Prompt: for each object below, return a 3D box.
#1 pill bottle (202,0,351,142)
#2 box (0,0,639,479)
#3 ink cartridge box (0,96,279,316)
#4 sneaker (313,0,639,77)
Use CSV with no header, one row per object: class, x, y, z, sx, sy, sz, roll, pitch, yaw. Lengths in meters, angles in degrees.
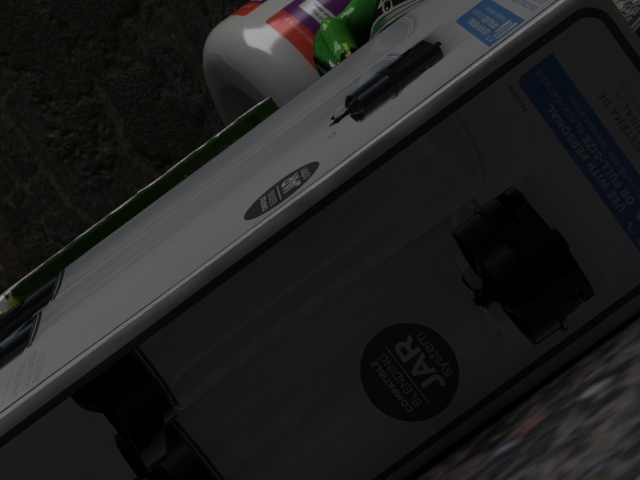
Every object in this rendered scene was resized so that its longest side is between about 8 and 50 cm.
pill bottle,0.084,-0.162,1.431,0.323,0.181,0.181,-37,4,-15
box,-0.020,0.029,0.622,0.290,0.087,0.169,-37,12,5
ink cartridge box,-0.091,0.055,0.840,0.255,0.097,0.189,-38,-1,1
sneaker,0.094,-0.099,0.864,0.134,0.146,0.343,-39,5,-33
